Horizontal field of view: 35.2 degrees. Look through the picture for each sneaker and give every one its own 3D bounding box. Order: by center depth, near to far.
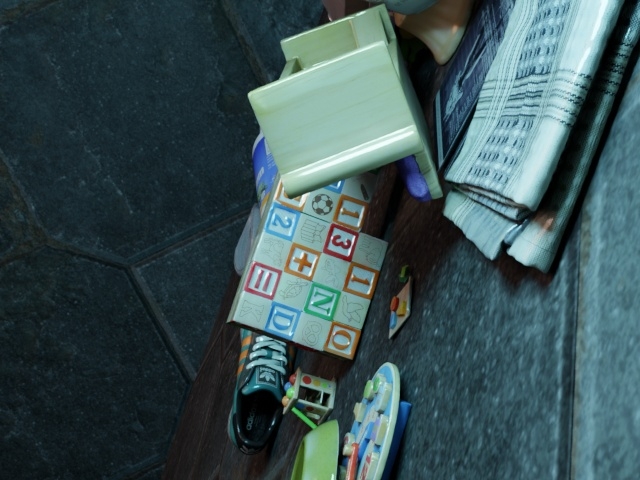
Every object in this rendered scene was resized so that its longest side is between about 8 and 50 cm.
[{"bbox_3d":[-0.090,0.220,1.745,0.121,0.108,0.302,155,125,-76],"label":"sneaker"}]

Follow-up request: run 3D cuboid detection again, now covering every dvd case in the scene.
[{"bbox_3d":[0.184,-0.204,1.185,0.164,0.018,0.221,-85,16,-50],"label":"dvd case"}]

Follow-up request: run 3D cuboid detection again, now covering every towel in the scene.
[{"bbox_3d":[0.192,-0.145,0.910,0.312,0.056,0.324,-123,50,-78],"label":"towel"}]

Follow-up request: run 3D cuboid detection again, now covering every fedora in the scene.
[{"bbox_3d":[-0.110,0.002,2.194,0.243,0.124,0.275,118,166,-46],"label":"fedora"}]

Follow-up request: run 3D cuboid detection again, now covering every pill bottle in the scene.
[{"bbox_3d":[-0.042,-0.121,1.788,0.272,0.152,0.152,-101,28,-47],"label":"pill bottle"}]

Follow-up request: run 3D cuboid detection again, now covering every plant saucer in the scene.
[{"bbox_3d":[-0.020,0.328,1.193,0.241,0.037,0.240,-170,90,-86],"label":"plant saucer"}]

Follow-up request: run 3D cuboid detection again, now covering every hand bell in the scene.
[{"bbox_3d":[0.076,-0.337,1.373,0.126,0.242,0.126,-162,90,-82],"label":"hand bell"}]

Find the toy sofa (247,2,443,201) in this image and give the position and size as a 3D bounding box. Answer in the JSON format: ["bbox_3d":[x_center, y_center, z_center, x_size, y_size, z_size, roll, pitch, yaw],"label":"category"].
[{"bbox_3d":[0.034,-0.148,1.160,0.362,0.150,0.177,-81,-29,-70],"label":"toy sofa"}]

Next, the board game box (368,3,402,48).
[{"bbox_3d":[0.095,-0.272,1.518,0.165,0.042,0.243,79,-165,-60],"label":"board game box"}]

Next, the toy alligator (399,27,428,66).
[{"bbox_3d":[0.145,-0.309,1.519,0.056,0.051,0.189,-57,-32,-76],"label":"toy alligator"}]

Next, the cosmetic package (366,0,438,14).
[{"bbox_3d":[0.037,-0.503,1.131,0.327,0.394,0.329,169,114,-67],"label":"cosmetic package"}]

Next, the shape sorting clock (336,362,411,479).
[{"bbox_3d":[0.045,0.232,1.096,0.206,0.040,0.206,-162,90,-81],"label":"shape sorting clock"}]

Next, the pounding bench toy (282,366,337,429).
[{"bbox_3d":[-0.020,0.229,1.404,0.052,0.065,0.083,118,166,-47],"label":"pounding bench toy"}]

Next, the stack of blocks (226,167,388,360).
[{"bbox_3d":[0.000,0.000,1.399,0.087,0.171,0.297,149,139,-76],"label":"stack of blocks"}]

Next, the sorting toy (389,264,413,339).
[{"bbox_3d":[0.094,0.070,1.202,0.062,0.012,0.083,117,167,-46],"label":"sorting toy"}]

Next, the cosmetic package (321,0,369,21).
[{"bbox_3d":[0.058,-0.444,1.581,0.238,0.107,0.127,85,162,-60],"label":"cosmetic package"}]
